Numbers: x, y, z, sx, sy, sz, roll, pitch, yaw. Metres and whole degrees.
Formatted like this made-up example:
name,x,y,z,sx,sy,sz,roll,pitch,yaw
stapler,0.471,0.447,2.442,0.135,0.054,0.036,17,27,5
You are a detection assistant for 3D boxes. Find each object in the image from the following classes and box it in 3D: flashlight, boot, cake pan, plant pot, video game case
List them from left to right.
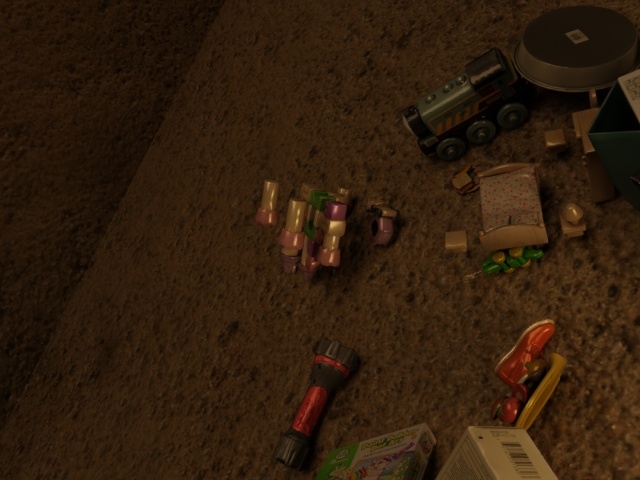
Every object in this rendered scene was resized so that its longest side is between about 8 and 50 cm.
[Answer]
name,x,y,z,sx,sy,sz,roll,pitch,yaw
flashlight,-0.014,0.383,1.639,0.103,0.103,0.304,8,64,44
boot,0.417,0.227,1.375,0.158,0.059,0.084,-53,40,12
cake pan,0.604,-0.459,1.643,0.293,0.054,0.293,-7,48,8
plant pot,0.638,-0.166,1.312,0.166,0.234,0.165,6,50,46
video game case,0.616,-0.275,1.235,0.143,0.019,0.157,-21,34,22

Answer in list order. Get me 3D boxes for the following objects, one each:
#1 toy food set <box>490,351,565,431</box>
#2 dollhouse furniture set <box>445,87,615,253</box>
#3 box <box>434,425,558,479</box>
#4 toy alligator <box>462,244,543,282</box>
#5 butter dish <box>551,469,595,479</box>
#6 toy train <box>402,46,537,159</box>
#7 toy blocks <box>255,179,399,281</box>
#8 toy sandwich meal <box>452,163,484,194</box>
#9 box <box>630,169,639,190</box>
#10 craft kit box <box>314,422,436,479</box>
name,x,y,z,sx,sy,sz,roll,pitch,yaw
toy food set,0.365,0.289,1.281,0.071,0.128,0.218,30,64,29
dollhouse furniture set,0.429,-0.160,1.505,0.355,0.174,0.303,-9,51,20
box,0.257,0.470,1.170,0.148,0.121,0.311,-116,40,-50
toy alligator,0.396,0.041,1.541,0.190,0.056,0.051,-22,46,31
butter dish,0.444,0.450,1.113,0.118,0.160,0.160,-19,44,2
toy train,0.370,-0.339,1.767,0.334,0.190,0.142,-28,43,27
toy blocks,0.000,0.000,1.885,0.288,0.309,0.260,-141,57,-64
toy sandwich meal,0.369,-0.155,1.750,0.085,0.029,0.085,-26,44,28
box,0.723,-0.081,1.137,0.295,0.293,0.073,-39,6,15
craft kit box,0.089,0.483,1.391,0.250,0.061,0.246,-26,7,28
